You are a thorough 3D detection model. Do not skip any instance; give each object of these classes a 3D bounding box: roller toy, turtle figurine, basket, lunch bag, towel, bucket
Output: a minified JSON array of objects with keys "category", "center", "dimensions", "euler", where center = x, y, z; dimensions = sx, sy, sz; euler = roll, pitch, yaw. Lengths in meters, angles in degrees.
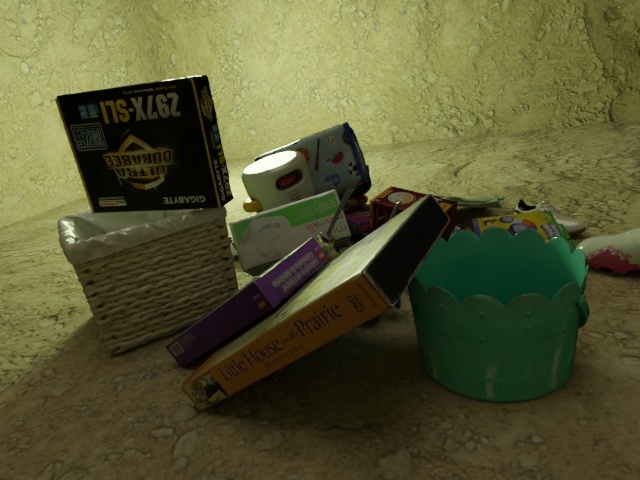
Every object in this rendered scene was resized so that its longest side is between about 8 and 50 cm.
[{"category":"roller toy","center":[-0.118,-0.158,1.367],"dimensions":[0.191,0.146,0.209],"euler":[-10,25,21]},{"category":"turtle figurine","center":[0.049,0.026,1.012],"dimensions":[0.266,0.275,0.198],"euler":[-14,13,34]},{"category":"basket","center":[-0.399,0.049,1.114],"dimensions":[0.331,0.267,0.328],"euler":[-18,21,-27]},{"category":"lunch bag","center":[0.000,-0.233,1.644],"dimensions":[0.327,0.239,0.385],"euler":[-17,5,9]},{"category":"towel","center":[0.368,-0.130,1.473],"dimensions":[0.324,0.038,0.248],"euler":[2,7,4]},{"category":"bucket","center":[0.275,0.107,0.763],"dimensions":[0.281,0.183,0.281],"euler":[-8,20,3]}]

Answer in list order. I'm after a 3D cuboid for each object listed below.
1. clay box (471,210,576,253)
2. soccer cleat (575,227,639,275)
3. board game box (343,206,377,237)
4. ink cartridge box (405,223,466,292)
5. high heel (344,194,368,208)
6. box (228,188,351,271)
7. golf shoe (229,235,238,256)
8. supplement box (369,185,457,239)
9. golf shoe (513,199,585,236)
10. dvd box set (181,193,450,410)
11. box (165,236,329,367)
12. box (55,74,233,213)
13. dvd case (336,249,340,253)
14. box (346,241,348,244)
[{"category":"clay box","center":[0.490,-0.011,1.153],"dimensions":[0.221,0.053,0.127],"euler":[-7,36,10]},{"category":"soccer cleat","center":[0.692,-0.003,0.943],"dimensions":[0.331,0.143,0.116],"euler":[6,24,38]},{"category":"board game box","center":[0.176,-0.069,1.434],"dimensions":[0.208,0.056,0.347],"euler":[-16,10,-8]},{"category":"ink cartridge box","center":[0.285,0.025,1.178],"dimensions":[0.165,0.065,0.333],"euler":[-6,18,11]},{"category":"high heel","center":[0.051,-0.153,1.767],"dimensions":[0.244,0.082,0.117],"euler":[11,14,17]},{"category":"box","center":[-0.073,-0.007,1.182],"dimensions":[0.261,0.127,0.231],"euler":[-18,-7,-4]},{"category":"golf shoe","center":[-0.219,0.002,1.480],"dimensions":[0.093,0.077,0.198],"euler":[11,32,21]},{"category":"supplement box","center":[0.226,-0.063,1.172],"dimensions":[0.188,0.081,0.104],"euler":[19,39,34]},{"category":"golf shoe","center":[0.590,-0.058,1.239],"dimensions":[0.067,0.086,0.186],"euler":[-23,25,-36]},{"category":"dvd box set","center":[-0.008,0.100,0.769],"dimensions":[0.420,0.062,0.307],"euler":[-36,2,34]},{"category":"box","center":[-0.138,0.118,0.900],"dimensions":[0.293,0.057,0.201],"euler":[-36,2,35]},{"category":"box","center":[-0.360,-0.190,0.986],"dimensions":[0.321,0.257,0.079],"euler":[0,21,18]},{"category":"dvd case","center":[0.000,0.000,1.318],"dimensions":[0.087,0.120,0.013],"euler":[-13,-15,-10]},{"category":"box","center":[-0.052,-0.039,1.414],"dimensions":[0.232,0.127,0.148],"euler":[-13,19,-10]}]
